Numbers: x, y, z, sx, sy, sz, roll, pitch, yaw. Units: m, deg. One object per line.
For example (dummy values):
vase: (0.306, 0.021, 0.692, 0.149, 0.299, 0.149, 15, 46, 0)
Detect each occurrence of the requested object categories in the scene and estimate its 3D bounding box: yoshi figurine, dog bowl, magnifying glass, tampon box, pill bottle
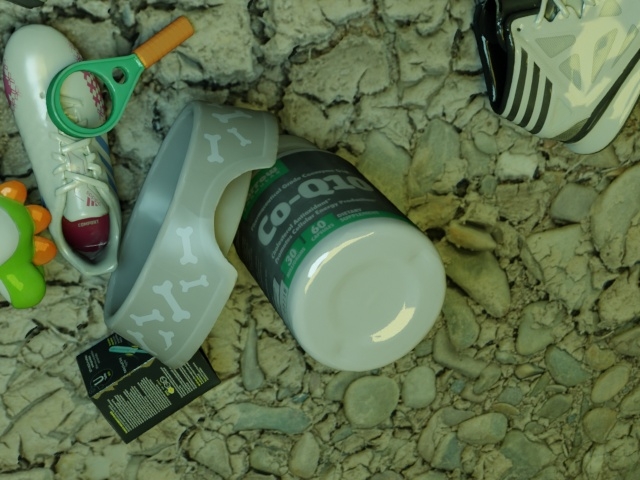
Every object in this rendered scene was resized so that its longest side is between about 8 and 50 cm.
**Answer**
yoshi figurine: (-0.481, -0.040, 1.335, 0.203, 0.203, 0.362, -14, 120, 31)
dog bowl: (-0.171, -0.019, 1.404, 0.102, 0.349, 0.348, 22, 104, -17)
magnifying glass: (-0.246, -0.211, 1.395, 0.231, 0.026, 0.092, -45, 111, -31)
tampon box: (-0.246, 0.185, 1.587, 0.161, 0.120, 0.101, -32, 121, -5)
pill bottle: (0.000, 0.000, 1.458, 0.204, 0.361, 0.204, -9, 117, -19)

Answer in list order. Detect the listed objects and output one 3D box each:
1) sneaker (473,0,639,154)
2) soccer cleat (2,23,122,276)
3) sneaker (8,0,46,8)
sneaker: (0.380, -0.348, 1.561, 0.258, 0.169, 0.447, 13, 111, -29)
soccer cleat: (-0.310, -0.107, 1.407, 0.116, 0.143, 0.331, -18, 119, -14)
sneaker: (-0.439, -0.302, 1.307, 0.222, 0.083, 0.118, 23, 110, -22)
